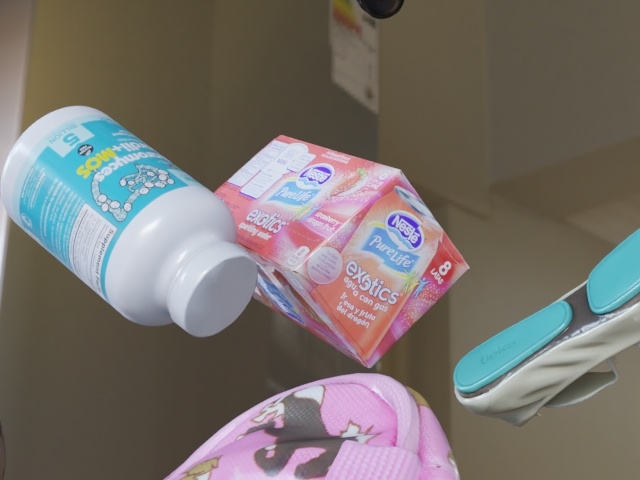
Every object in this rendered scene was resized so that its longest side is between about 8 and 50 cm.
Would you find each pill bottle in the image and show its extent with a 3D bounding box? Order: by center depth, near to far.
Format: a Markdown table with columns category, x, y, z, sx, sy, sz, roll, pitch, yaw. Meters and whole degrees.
| category | x | y | z | sx | sy | sz | roll | pitch | yaw |
| --- | --- | --- | --- | --- | --- | --- | --- | --- | --- |
| pill bottle | -0.182 | -0.014 | 1.196 | 0.264 | 0.146 | 0.146 | 35 | -3 | 30 |

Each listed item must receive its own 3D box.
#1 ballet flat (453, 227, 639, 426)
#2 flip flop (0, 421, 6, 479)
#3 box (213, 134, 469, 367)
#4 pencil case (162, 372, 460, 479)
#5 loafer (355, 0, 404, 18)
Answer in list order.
| category | x | y | z | sx | sy | sz | roll | pitch | yaw |
| --- | --- | --- | --- | --- | --- | --- | --- | --- | --- |
| ballet flat | 0.208 | 0.063 | 0.892 | 0.086 | 0.086 | 0.248 | 21 | -48 | -42 |
| flip flop | -0.257 | 0.075 | 0.448 | 0.277 | 0.112 | 0.080 | 4 | -15 | 8 |
| box | 0.000 | 0.000 | 1.313 | 0.142 | 0.154 | 0.300 | 52 | -14 | -25 |
| pencil case | 0.062 | 0.243 | 0.475 | 0.160 | 0.386 | 0.167 | -30 | 15 | 5 |
| loafer | 0.046 | -0.230 | 1.003 | 0.062 | 0.061 | 0.170 | -21 | -27 | 2 |
